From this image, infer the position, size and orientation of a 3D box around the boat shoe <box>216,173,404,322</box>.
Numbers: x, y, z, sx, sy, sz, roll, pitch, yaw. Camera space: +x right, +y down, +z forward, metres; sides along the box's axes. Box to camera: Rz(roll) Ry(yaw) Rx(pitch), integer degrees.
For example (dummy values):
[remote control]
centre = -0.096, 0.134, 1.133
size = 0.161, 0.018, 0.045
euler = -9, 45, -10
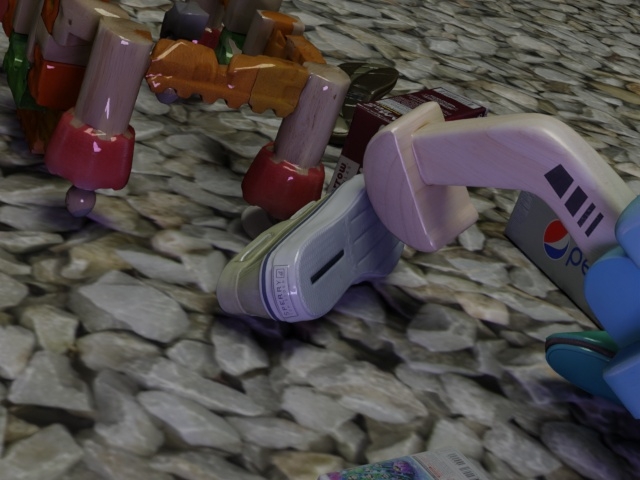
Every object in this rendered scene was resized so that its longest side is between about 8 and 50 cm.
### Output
[boat shoe]
centre = 0.000, 0.000, 1.191
size = 0.094, 0.109, 0.302
euler = -1, 13, 25

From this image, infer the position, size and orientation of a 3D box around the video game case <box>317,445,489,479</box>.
[video game case]
centre = 0.095, 0.218, 0.908
size = 0.143, 0.019, 0.157
euler = -4, 34, -38

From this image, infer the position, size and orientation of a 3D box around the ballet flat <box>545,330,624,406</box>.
[ballet flat]
centre = 0.336, 0.130, 1.156
size = 0.247, 0.083, 0.087
euler = 26, 59, 8

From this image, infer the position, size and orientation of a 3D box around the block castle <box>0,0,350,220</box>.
[block castle]
centre = -0.187, -0.191, 1.345
size = 0.303, 0.212, 0.453
euler = 8, 29, -28

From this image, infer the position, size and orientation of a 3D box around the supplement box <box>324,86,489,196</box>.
[supplement box]
centre = 0.104, -0.101, 1.419
size = 0.073, 0.130, 0.239
euler = 29, 25, 22

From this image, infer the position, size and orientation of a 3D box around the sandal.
[sandal]
centre = 0.046, -0.183, 1.659
size = 0.090, 0.060, 0.219
euler = 14, 39, 7

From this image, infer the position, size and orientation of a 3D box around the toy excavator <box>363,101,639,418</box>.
[toy excavator]
centre = 0.286, -0.002, 1.036
size = 0.222, 0.433, 0.445
euler = -33, 86, -39

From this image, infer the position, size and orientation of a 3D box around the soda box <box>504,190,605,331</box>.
[soda box]
centre = 0.331, 0.026, 1.367
size = 0.098, 0.091, 0.286
euler = 4, 29, -28

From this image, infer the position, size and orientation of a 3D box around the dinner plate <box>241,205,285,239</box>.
[dinner plate]
centre = -0.016, -0.013, 1.311
size = 0.141, 0.017, 0.141
euler = 13, 25, -6
